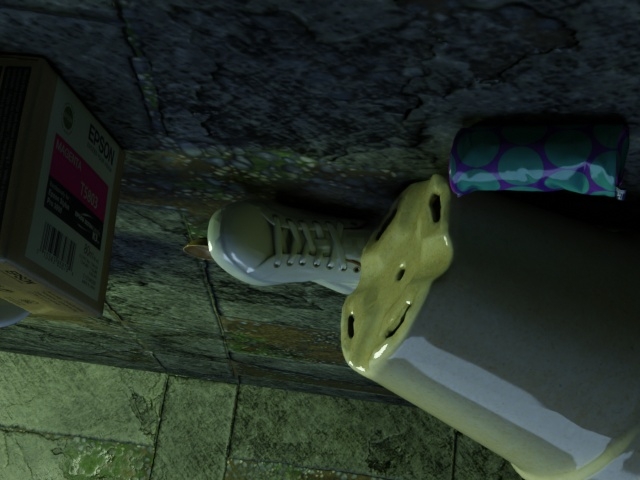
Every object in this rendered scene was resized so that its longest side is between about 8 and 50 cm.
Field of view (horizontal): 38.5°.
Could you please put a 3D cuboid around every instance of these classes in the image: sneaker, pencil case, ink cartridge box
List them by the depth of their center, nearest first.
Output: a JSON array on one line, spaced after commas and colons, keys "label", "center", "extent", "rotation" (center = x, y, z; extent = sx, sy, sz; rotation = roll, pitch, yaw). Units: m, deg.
[{"label": "pencil case", "center": [0.192, -0.069, 0.811], "extent": [0.152, 0.064, 0.070], "rotation": [3, 139, 19]}, {"label": "ink cartridge box", "center": [-0.276, -0.042, 0.890], "extent": [0.088, 0.193, 0.234], "rotation": [3, 164, 9]}, {"label": "sneaker", "center": [0.000, 0.000, 1.108], "extent": [0.123, 0.105, 0.290], "rotation": [-16, 162, 41]}]

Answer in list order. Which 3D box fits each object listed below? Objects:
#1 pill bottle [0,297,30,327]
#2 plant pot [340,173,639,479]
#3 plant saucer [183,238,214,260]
[{"label": "pill bottle", "center": [-0.561, 0.075, 1.501], "extent": [0.160, 0.160, 0.283], "rotation": [16, 163, -28]}, {"label": "plant pot", "center": [0.201, 0.088, 0.980], "extent": [0.306, 0.333, 0.334], "rotation": [24, 160, -15]}, {"label": "plant saucer", "center": [-0.161, 0.013, 1.359], "extent": [0.084, 0.015, 0.083], "rotation": [7, 165, 2]}]
